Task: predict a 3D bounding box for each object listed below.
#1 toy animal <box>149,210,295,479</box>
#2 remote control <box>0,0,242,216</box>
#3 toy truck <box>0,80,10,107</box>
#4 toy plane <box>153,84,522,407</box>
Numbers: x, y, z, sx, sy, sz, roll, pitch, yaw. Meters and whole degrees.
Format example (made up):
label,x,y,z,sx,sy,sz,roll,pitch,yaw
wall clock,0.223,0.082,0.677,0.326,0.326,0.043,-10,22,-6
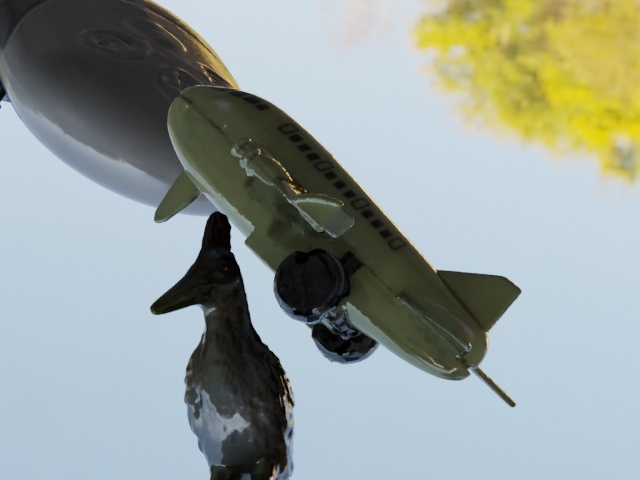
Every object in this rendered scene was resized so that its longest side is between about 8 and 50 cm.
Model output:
label,x,y,z,sx,sy,sz,roll,pitch,yaw
toy animal,-0.042,0.086,0.952,0.070,0.202,0.105,-9,178,14
remote control,-0.148,-0.118,1.499,0.221,0.103,0.332,20,-162,-29
toy truck,-0.306,-0.120,1.639,0.088,0.074,0.202,38,161,-15
toy plane,0.000,0.000,1.026,0.244,0.092,0.229,35,174,26
